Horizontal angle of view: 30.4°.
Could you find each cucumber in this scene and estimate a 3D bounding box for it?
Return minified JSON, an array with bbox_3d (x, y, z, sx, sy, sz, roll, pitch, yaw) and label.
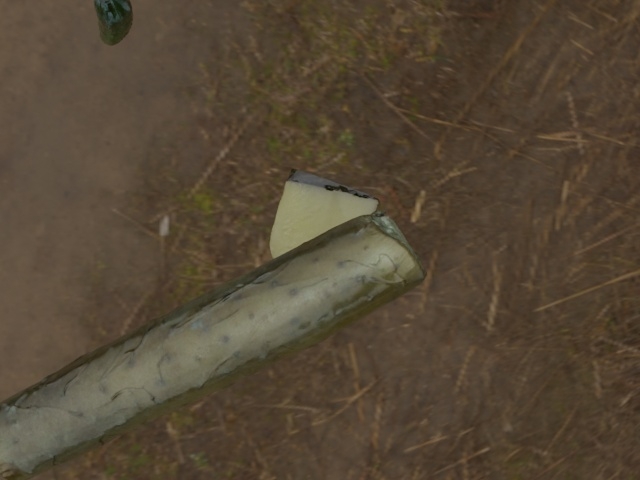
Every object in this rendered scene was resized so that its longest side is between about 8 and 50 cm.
[{"bbox_3d":[-0.208,-0.225,1.185,0.039,0.168,0.039,1,83,-9],"label":"cucumber"}]

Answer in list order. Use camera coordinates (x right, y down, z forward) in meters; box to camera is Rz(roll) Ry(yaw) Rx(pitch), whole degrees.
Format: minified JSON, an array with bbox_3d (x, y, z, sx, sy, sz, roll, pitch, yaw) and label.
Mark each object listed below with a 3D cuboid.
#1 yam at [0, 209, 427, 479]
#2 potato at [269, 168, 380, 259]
[{"bbox_3d":[-0.095,0.085,0.923,0.371,0.083,0.083,-28,78,6],"label":"yam"},{"bbox_3d":[0.000,0.000,1.078,0.096,0.066,0.103,22,78,23],"label":"potato"}]
